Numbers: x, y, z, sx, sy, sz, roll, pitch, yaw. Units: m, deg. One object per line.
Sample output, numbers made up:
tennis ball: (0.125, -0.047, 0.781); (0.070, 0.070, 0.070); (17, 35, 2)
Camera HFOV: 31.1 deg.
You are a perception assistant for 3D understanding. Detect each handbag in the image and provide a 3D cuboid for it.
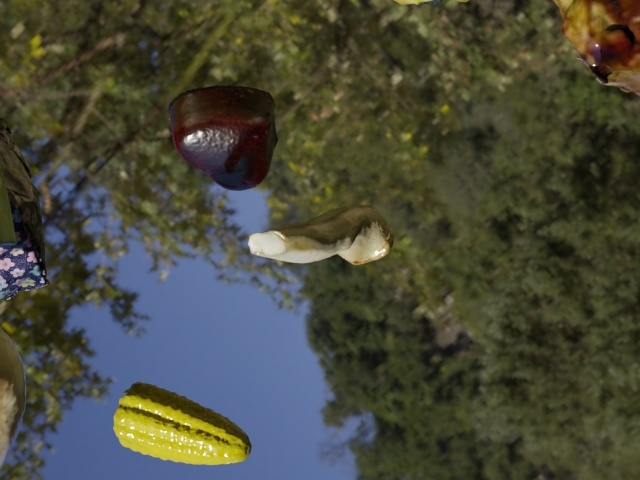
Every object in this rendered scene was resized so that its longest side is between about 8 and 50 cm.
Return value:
handbag: (-0.425, -0.055, 1.467); (0.229, 0.127, 0.208); (86, 164, -52)

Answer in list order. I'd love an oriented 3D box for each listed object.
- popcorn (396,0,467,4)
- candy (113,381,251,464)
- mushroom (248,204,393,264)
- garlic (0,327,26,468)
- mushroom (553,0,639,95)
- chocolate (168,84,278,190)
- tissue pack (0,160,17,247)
popcorn: (0.108, -0.340, 1.155); (0.237, 0.206, 0.251); (92, 156, -75)
candy: (-0.194, 0.277, 1.660); (0.199, 0.106, 0.094); (15, -130, 18)
mushroom: (0.003, -0.001, 0.986); (0.202, 0.059, 0.054); (-6, -104, -65)
garlic: (-0.280, 0.113, 0.779); (0.245, 0.145, 0.164); (67, -148, -67)
mushroom: (0.379, -0.117, 0.642); (0.331, 0.334, 0.356); (24, -153, -30)
chocolate: (-0.100, -0.113, 1.345); (0.148, 0.125, 0.080); (42, -144, -39)
tissue pack: (-0.476, -0.155, 1.162); (0.287, 0.162, 0.388); (-18, -83, -68)
